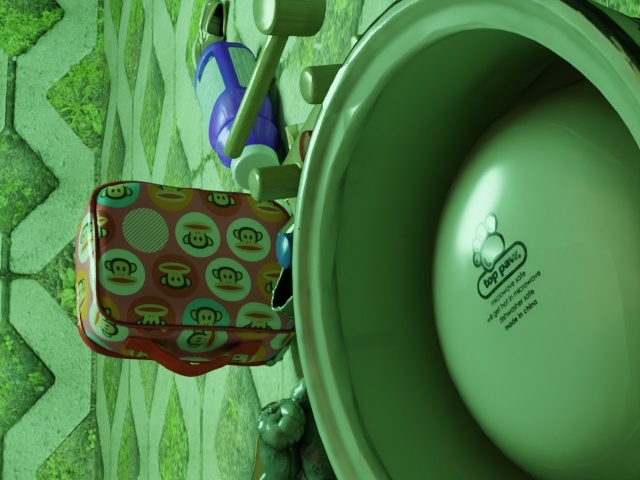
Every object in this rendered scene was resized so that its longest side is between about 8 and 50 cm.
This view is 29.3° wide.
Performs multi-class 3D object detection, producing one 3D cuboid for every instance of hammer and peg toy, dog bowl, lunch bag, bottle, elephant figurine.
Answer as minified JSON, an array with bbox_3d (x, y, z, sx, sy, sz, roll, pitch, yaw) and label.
[{"bbox_3d":[0.023,-0.074,1.234,0.266,0.127,0.361,122,134,-54],"label":"hammer and peg toy"},{"bbox_3d":[0.147,0.036,0.794,0.408,0.150,0.408,11,103,58],"label":"dog bowl"},{"bbox_3d":[-0.167,0.059,1.591,0.120,0.293,0.258,125,144,-49],"label":"lunch bag"},{"bbox_3d":[-0.119,-0.180,1.789,0.283,0.092,0.118,-111,29,-50],"label":"bottle"},{"bbox_3d":[0.045,0.250,1.172,0.239,0.169,0.186,52,171,32],"label":"elephant figurine"}]

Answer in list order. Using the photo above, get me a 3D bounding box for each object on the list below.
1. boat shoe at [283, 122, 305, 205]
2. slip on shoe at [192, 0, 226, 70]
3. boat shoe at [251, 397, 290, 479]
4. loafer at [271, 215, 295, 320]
[{"bbox_3d":[-0.023,-0.067,1.524,0.063,0.059,0.170,75,-164,-71],"label":"boat shoe"},{"bbox_3d":[-0.183,-0.341,2.078,0.041,0.051,0.135,15,95,59],"label":"slip on shoe"},{"bbox_3d":[-0.064,0.345,1.524,0.111,0.104,0.307,130,139,-60],"label":"boat shoe"},{"bbox_3d":[0.000,0.000,1.424,0.094,0.087,0.251,-117,35,-55],"label":"loafer"}]
